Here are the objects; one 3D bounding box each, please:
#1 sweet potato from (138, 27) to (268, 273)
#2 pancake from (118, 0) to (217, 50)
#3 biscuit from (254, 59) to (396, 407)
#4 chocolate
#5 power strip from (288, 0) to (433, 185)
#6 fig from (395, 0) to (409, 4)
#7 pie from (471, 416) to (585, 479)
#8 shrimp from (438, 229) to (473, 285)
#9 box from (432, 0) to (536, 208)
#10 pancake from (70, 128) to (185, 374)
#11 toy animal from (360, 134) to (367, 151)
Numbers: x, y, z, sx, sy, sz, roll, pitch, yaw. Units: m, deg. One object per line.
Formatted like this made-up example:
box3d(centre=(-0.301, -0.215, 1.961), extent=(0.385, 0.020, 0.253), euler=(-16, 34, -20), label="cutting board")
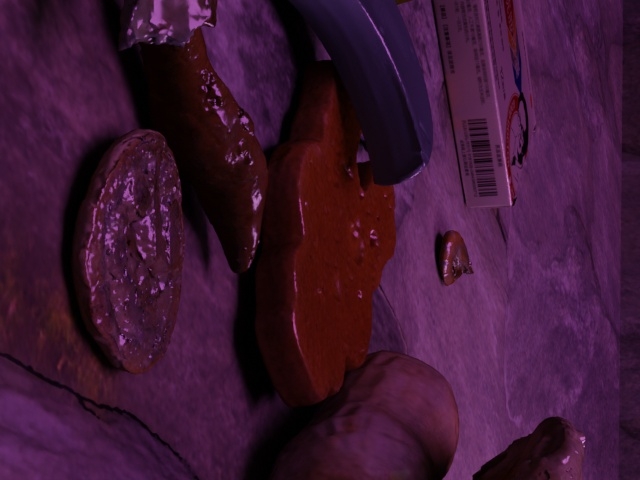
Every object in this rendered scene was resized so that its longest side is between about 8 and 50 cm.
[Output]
box3d(centre=(-0.079, -0.081, 1.143), extent=(0.274, 0.067, 0.067), euler=(75, 21, -45), label="sweet potato")
box3d(centre=(-0.140, -0.298, 0.910), extent=(0.427, 0.067, 0.304), euler=(45, 56, -52), label="pancake")
box3d(centre=(0.000, 0.000, 1.413), extent=(0.334, 0.047, 0.202), euler=(-74, 151, -51), label="biscuit")
box3d(centre=(0.034, 0.181, 1.382), extent=(0.309, 0.134, 0.134), euler=(-57, 142, -69), label="chocolate")
box3d(centre=(0.019, -0.177, 1.415), extent=(0.253, 0.054, 0.167), euler=(58, 22, -25), label="power strip")
box3d(centre=(0.057, -0.275, 1.529), extent=(0.153, 0.121, 0.136), euler=(-9, 103, -49), label="fig")
box3d(centre=(0.092, 0.276, 1.319), extent=(0.077, 0.339, 0.339), euler=(42, 23, 1), label="pie")
box3d(centre=(0.150, 0.028, 1.948), extent=(0.108, 0.023, 0.059), euler=(57, 44, -60), label="shrimp")
box3d(centre=(0.194, -0.242, 2.053), extent=(0.214, 0.069, 0.353), euler=(-66, 151, -55), label="box")
box3d(centre=(-0.116, 0.005, 1.079), extent=(0.158, 0.028, 0.158), euler=(1, 90, -73), label="pancake")
box3d(centre=(0.058, -0.108, 1.647), extent=(0.050, 0.028, 0.084), euler=(59, 33, -42), label="toy animal")
